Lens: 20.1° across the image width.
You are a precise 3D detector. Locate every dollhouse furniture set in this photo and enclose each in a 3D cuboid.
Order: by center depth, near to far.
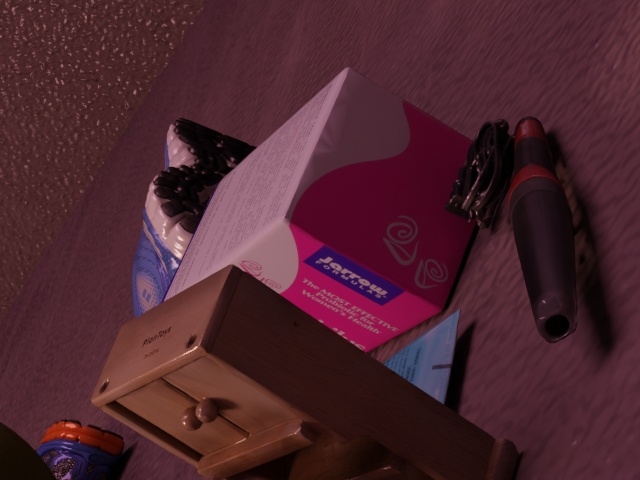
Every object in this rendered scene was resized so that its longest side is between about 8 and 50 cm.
[{"bbox_3d":[-0.037,0.161,0.754,0.212,0.161,0.242,-28,34,50],"label":"dollhouse furniture set"}]

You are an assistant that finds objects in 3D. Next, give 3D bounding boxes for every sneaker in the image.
[{"bbox_3d":[-0.088,0.005,1.381,0.330,0.129,0.147,-61,-6,-73],"label":"sneaker"},{"bbox_3d":[-0.253,0.234,1.641,0.221,0.083,0.087,-46,24,54],"label":"sneaker"}]

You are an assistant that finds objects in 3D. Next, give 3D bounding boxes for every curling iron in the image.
[{"bbox_3d":[0.103,-0.006,0.899,0.068,0.035,0.274,-61,11,15],"label":"curling iron"}]

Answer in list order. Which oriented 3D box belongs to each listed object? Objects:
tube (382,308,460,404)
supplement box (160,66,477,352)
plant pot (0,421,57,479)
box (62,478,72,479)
[{"bbox_3d":[0.005,0.117,0.986,0.207,0.052,0.080,-43,25,38],"label":"tube"},{"bbox_3d":[0.000,0.000,1.109,0.220,0.111,0.114,-38,26,60],"label":"supplement box"},{"bbox_3d":[-0.356,0.296,1.386,0.366,0.366,0.353,-54,3,24],"label":"plant pot"},{"bbox_3d":[-0.132,0.287,0.910,0.300,0.142,0.154,-62,12,-8],"label":"box"}]
